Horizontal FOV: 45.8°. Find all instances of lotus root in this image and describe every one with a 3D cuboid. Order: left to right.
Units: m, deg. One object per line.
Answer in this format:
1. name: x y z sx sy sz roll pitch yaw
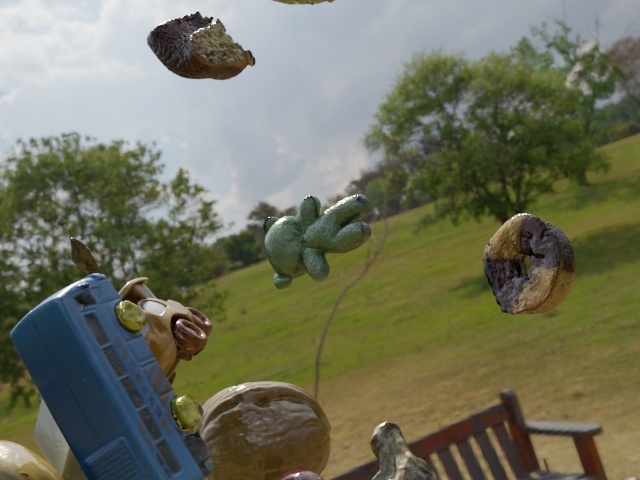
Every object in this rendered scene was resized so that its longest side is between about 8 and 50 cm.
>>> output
1. lotus root: -0.468 0.424 1.182 0.309 0.183 0.182 13 13 28

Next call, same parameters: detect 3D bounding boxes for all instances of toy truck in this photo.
1. toy truck: -0.330 0.244 1.208 0.161 0.385 0.162 -34 -7 22
2. toy truck: -0.366 0.212 1.613 0.204 0.211 0.288 -54 5 6

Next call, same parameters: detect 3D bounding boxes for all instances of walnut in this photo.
1. walnut: -0.133 0.475 1.807 0.332 0.333 0.333 -19 -4 -1

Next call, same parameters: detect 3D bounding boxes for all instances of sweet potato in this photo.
1. sweet potato: -0.434 0.044 1.405 0.038 0.153 0.041 6 48 15

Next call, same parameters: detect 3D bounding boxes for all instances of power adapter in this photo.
1. power adapter: -0.461 0.341 1.424 0.130 0.125 0.205 1 25 -44

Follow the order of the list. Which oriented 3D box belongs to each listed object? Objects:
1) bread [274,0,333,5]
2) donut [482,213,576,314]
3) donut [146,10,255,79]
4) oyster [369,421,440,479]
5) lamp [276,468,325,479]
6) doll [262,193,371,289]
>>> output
1. bread: -0.099 -0.516 1.255 0.236 0.165 0.375 4 -1 26
2. donut: 0.285 0.035 1.033 0.059 0.141 0.140 10 -19 -31
3. donut: -0.249 -0.375 1.524 0.126 0.187 0.144 -21 -21 -48
4. oyster: 0.103 0.387 0.718 0.111 0.396 0.204 0 -2 -25
5. lamp: -0.047 0.542 1.524 0.135 0.156 0.157 5 -37 -43
6. doll: 0.000 0.000 0.928 0.150 0.115 0.077 -21 -25 31
